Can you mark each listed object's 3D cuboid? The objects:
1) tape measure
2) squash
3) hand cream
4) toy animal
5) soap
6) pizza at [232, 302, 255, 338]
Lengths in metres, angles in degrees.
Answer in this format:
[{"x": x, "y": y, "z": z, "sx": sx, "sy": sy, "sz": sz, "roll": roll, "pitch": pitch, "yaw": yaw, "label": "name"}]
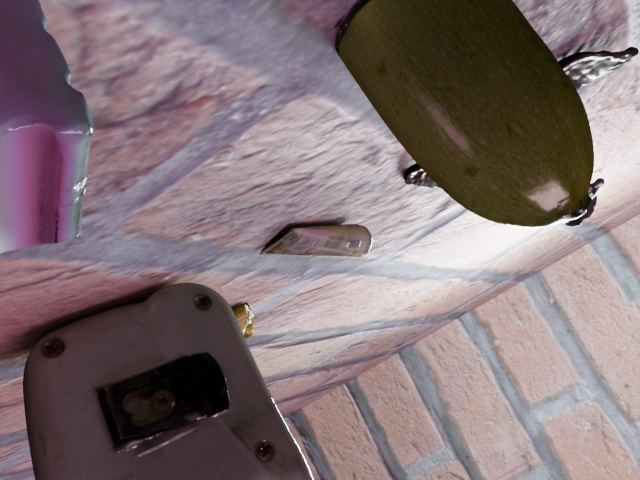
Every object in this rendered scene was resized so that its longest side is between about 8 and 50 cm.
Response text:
[{"x": -0.155, "y": 0.186, "z": 0.800, "sx": 0.265, "sy": 0.258, "sz": 0.130, "roll": -18, "pitch": 164, "yaw": -33, "label": "tape measure"}, {"x": 0.108, "y": -0.085, "z": 0.525, "sx": 0.123, "sy": 0.186, "sz": 0.123, "roll": -33, "pitch": 169, "yaw": -7, "label": "squash"}, {"x": 0.000, "y": 0.000, "z": 0.908, "sx": 0.143, "sy": 0.039, "sz": 0.061, "roll": 1, "pitch": 155, "yaw": -45, "label": "hand cream"}, {"x": 0.211, "y": -0.097, "z": 0.771, "sx": 0.272, "sy": 0.160, "sz": 0.197, "roll": -39, "pitch": 161, "yaw": 14, "label": "toy animal"}, {"x": -0.148, "y": -0.046, "z": 0.353, "sx": 0.056, "sy": 0.100, "sz": 0.149, "roll": -18, "pitch": 163, "yaw": -27, "label": "soap"}, {"x": -0.135, "y": 0.135, "z": 1.097, "sx": 0.160, "sy": 0.036, "sz": 0.099, "roll": -37, "pitch": 163, "yaw": 31, "label": "pizza"}]
